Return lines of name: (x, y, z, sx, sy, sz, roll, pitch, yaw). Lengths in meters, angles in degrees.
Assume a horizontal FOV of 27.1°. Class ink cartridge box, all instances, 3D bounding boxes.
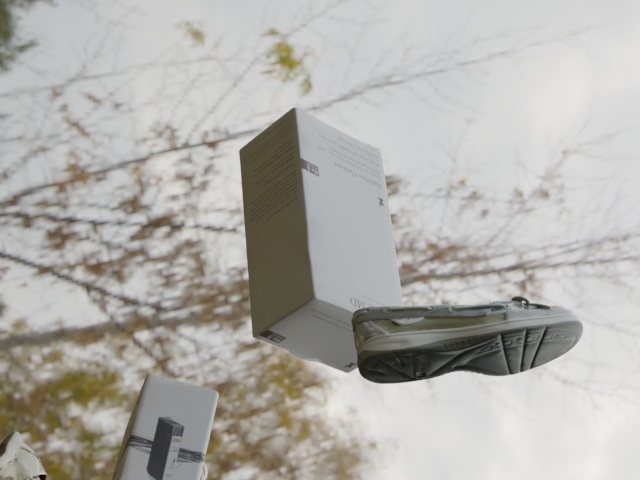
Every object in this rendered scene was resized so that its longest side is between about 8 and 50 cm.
ink cartridge box: (-0.243, 0.358, 1.912, 0.197, 0.114, 0.273, 118, -13, -53)

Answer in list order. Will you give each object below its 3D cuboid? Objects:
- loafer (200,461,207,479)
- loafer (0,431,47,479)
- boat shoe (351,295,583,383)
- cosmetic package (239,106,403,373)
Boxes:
loafer: (-0.301, 0.479, 2.169, 0.111, 0.319, 0.112, 29, -6, 7)
loafer: (-0.423, 0.344, 1.790, 0.102, 0.092, 0.268, -51, -171, 14)
boat shoe: (0.205, 0.125, 1.853, 0.118, 0.320, 0.103, 85, -4, -53)
cosmetic package: (0.000, 0.000, 2.169, 0.156, 0.217, 0.385, -36, -132, 34)
